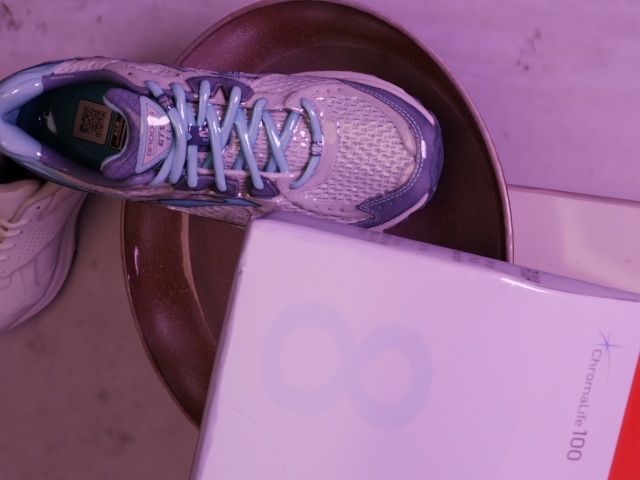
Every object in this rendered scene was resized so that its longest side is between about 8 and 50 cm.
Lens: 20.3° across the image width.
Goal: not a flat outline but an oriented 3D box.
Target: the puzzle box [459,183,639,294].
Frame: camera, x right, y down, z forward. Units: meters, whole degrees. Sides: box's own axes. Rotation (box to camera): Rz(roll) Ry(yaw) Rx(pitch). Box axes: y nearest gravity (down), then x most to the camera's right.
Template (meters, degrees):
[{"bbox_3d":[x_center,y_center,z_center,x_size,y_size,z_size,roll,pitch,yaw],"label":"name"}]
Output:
[{"bbox_3d":[0.268,0.122,1.068,0.409,0.052,0.272,10,100,22],"label":"puzzle box"}]

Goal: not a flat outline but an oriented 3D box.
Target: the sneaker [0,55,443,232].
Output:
[{"bbox_3d":[-0.070,-0.053,1.058,0.283,0.122,0.110,5,94,19],"label":"sneaker"}]

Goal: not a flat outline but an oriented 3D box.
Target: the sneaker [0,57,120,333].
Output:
[{"bbox_3d":[-0.210,-0.027,1.221,0.090,0.115,0.232,38,109,15],"label":"sneaker"}]

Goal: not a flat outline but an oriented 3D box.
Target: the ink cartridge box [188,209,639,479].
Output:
[{"bbox_3d":[0.114,0.174,1.001,0.385,0.091,0.308,13,97,5],"label":"ink cartridge box"}]

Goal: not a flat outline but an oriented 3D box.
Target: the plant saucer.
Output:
[{"bbox_3d":[0.000,0.000,1.141,0.310,0.050,0.310,3,96,38],"label":"plant saucer"}]
